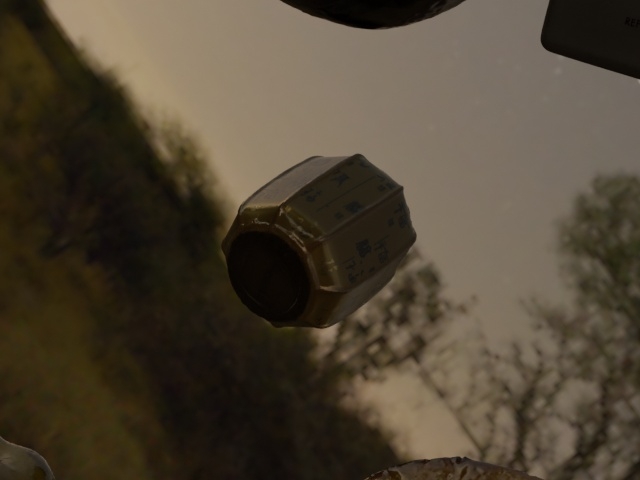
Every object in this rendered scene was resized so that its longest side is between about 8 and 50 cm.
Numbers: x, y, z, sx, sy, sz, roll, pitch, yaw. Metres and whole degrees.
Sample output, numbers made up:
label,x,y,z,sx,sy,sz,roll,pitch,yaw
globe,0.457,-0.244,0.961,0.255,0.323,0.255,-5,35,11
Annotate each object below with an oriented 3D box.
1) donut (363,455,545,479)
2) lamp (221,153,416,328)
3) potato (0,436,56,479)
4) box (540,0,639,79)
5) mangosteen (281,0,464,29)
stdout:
label,x,y,z,sx,sy,sz,roll,pitch,yaw
donut,0.115,0.331,1.493,0.303,0.303,0.110,49,-20,51
lamp,0.000,0.000,1.719,0.161,0.185,0.161,17,-58,28
potato,-0.404,0.272,1.470,0.195,0.369,0.176,63,-19,11
box,0.322,-0.186,1.492,0.244,0.103,0.055,20,18,19
mangosteen,0.042,-0.327,1.353,0.297,0.297,0.293,60,15,-45
